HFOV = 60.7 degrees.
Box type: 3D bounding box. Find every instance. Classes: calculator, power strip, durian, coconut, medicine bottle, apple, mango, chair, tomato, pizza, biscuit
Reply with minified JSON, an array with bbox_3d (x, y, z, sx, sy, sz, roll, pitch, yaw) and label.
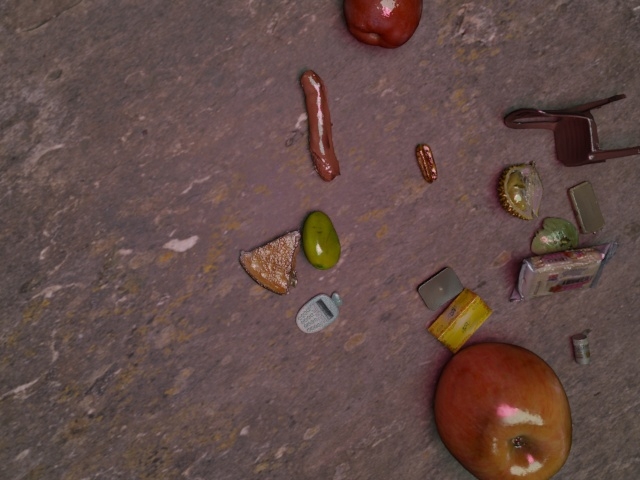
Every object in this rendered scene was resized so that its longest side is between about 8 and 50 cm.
[{"bbox_3d":[-0.002,0.210,1.599,0.153,0.021,0.095,-38,102,-1],"label":"calculator"},{"bbox_3d":[0.814,-0.093,1.671,0.076,0.028,0.169,-23,99,-5],"label":"power strip"},{"bbox_3d":[0.581,-0.158,1.601,0.146,0.102,0.208,35,69,-14],"label":"durian"},{"bbox_3d":[0.717,-0.007,1.656,0.158,0.055,0.133,-19,102,-6],"label":"coconut"},{"bbox_3d":[0.823,0.343,1.724,0.047,0.047,0.083,-14,100,-6],"label":"medicine bottle"},{"bbox_3d":[0.519,0.499,1.553,0.391,0.346,0.392,-1,101,-7],"label":"apple"},{"bbox_3d":[-0.004,0.002,1.526,0.117,0.089,0.163,-23,93,-48],"label":"mango"},{"bbox_3d":[0.707,-0.299,1.554,0.326,0.175,0.183,-11,91,-10],"label":"chair"},{"bbox_3d":[0.164,-0.609,1.415,0.208,0.208,0.185,18,89,-10],"label":"tomato"},{"bbox_3d":[-0.118,0.046,1.544,0.185,0.052,0.195,39,95,-4],"label":"pizza"},{"bbox_3d":[0.720,0.092,1.630,0.308,0.079,0.186,-8,136,-6],"label":"biscuit"}]

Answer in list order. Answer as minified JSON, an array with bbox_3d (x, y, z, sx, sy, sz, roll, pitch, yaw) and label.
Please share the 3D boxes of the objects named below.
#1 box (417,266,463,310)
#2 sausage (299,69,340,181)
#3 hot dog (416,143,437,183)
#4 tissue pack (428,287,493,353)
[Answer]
[{"bbox_3d":[0.356,0.143,1.637,0.126,0.031,0.091,-36,101,-3],"label":"box"},{"bbox_3d":[-0.002,-0.312,1.501,0.078,0.078,0.305,-11,101,-7],"label":"sausage"},{"bbox_3d":[0.306,-0.222,1.578,0.049,0.037,0.122,-22,106,-16],"label":"hot dog"},{"bbox_3d":[0.418,0.240,1.631,0.176,0.062,0.095,-48,121,-1],"label":"tissue pack"}]
